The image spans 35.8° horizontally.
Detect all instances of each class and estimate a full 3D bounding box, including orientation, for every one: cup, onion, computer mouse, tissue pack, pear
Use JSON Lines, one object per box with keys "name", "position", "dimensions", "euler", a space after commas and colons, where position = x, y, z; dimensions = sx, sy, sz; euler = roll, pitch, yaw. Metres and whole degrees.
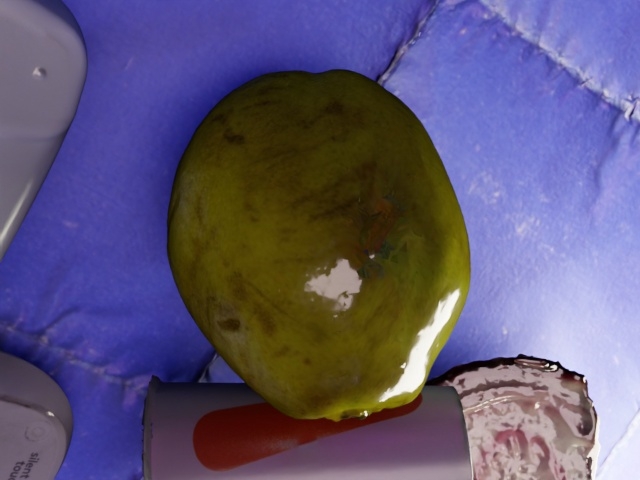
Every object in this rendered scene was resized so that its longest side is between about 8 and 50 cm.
{"name": "cup", "position": [-0.012, 0.213, 0.930], "dimensions": [0.288, 0.203, 0.203], "euler": [-4, 108, -1]}
{"name": "onion", "position": [0.166, 0.262, 1.070], "dimensions": [0.279, 0.146, 0.315], "euler": [-3, 100, 8]}
{"name": "computer mouse", "position": [-0.380, 0.161, 0.891], "dimensions": [0.296, 0.121, 0.184], "euler": [11, 113, -33]}
{"name": "tissue pack", "position": [-0.343, -0.083, 0.771], "dimensions": [0.229, 0.236, 0.333], "euler": [26, 97, -35]}
{"name": "pear", "position": [0.000, 0.000, 0.868], "dimensions": [0.269, 0.269, 0.321], "euler": [5, 67, -17]}
